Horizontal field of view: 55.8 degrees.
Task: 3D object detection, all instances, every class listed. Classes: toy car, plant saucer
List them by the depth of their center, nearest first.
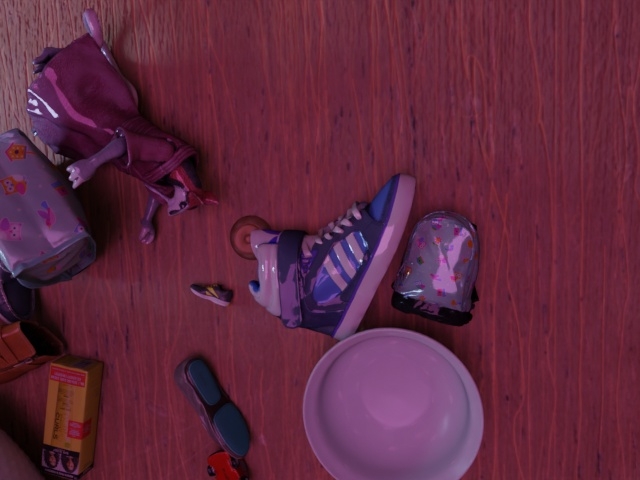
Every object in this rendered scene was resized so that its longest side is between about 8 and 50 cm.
[{"bbox_3d":[-0.129,-0.004,1.108,0.083,0.015,0.083,1,98,10],"label":"plant saucer"},{"bbox_3d":[-0.150,0.537,1.166,0.239,0.053,0.225,33,102,5],"label":"toy car"}]

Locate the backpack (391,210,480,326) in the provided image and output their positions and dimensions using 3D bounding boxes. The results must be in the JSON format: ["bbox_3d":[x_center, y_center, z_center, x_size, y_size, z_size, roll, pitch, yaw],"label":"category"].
[{"bbox_3d":[0.202,0.041,1.005,0.152,0.115,0.182,14,97,11],"label":"backpack"}]

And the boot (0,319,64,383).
[{"bbox_3d":[-0.643,0.202,1.108,0.220,0.283,0.109,-19,56,13],"label":"boot"}]

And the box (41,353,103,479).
[{"bbox_3d":[-0.493,0.350,1.199,0.087,0.058,0.232,12,99,9],"label":"box"}]

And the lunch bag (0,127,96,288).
[{"bbox_3d":[-0.501,-0.041,1.057,0.160,0.262,0.223,-32,89,-16],"label":"lunch bag"}]

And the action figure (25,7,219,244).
[{"bbox_3d":[-0.323,-0.171,1.062,0.370,0.248,0.276,31,75,6],"label":"action figure"}]

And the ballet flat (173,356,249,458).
[{"bbox_3d":[-0.207,0.319,1.149,0.068,0.072,0.213,-30,91,40],"label":"ballet flat"}]

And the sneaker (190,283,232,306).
[{"bbox_3d":[-0.203,0.095,1.131,0.083,0.031,0.035,22,87,3],"label":"sneaker"}]

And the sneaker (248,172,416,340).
[{"bbox_3d":[0.000,0.000,1.026,0.236,0.130,0.323,24,106,2],"label":"sneaker"}]

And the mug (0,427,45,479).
[{"bbox_3d":[-0.645,0.510,1.099,0.276,0.374,0.328,-44,101,-24],"label":"mug"}]

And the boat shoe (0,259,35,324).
[{"bbox_3d":[-0.595,0.035,1.162,0.079,0.095,0.254,-15,86,23],"label":"boat shoe"}]

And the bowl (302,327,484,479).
[{"bbox_3d":[0.125,0.278,1.040,0.298,0.134,0.298,1,98,9],"label":"bowl"}]
